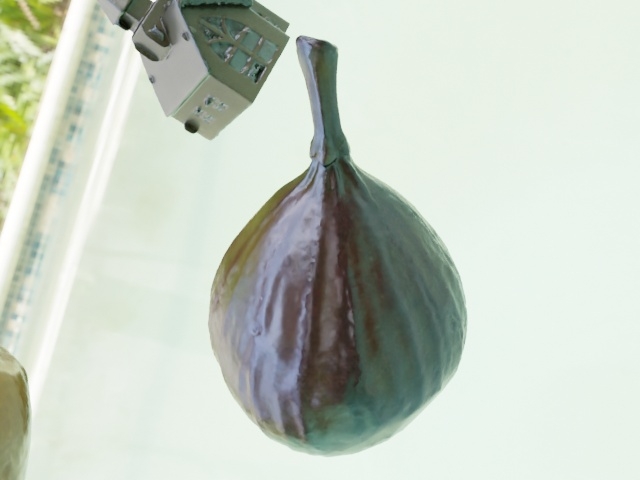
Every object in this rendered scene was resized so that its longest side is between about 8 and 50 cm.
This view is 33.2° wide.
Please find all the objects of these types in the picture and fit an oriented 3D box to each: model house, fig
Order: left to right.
[{"bbox_3d":[-0.179,-0.276,1.349,0.181,0.248,0.176,-24,36,63],"label":"model house"},{"bbox_3d":[0.000,0.000,0.834,0.217,0.216,0.321,-115,14,-61],"label":"fig"}]

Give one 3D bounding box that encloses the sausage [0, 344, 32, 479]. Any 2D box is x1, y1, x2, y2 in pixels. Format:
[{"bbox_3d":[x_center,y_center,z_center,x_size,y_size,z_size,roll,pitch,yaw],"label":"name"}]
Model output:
[{"bbox_3d":[-0.193,0.153,0.501,0.098,0.098,0.238,-173,97,-69],"label":"sausage"}]
